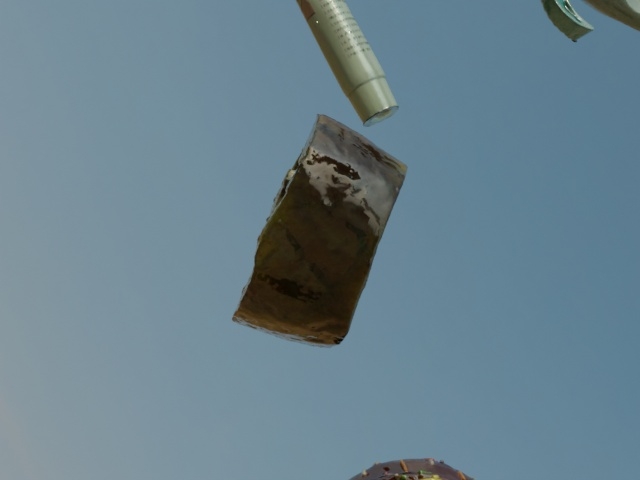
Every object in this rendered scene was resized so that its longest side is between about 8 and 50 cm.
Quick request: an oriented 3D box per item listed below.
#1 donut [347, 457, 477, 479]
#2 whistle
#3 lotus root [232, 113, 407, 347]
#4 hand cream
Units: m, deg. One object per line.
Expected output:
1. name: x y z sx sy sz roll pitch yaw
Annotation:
1. donut: 0.099 0.343 1.578 0.089 0.235 0.235 -91 167 -64
2. whistle: 0.299 -0.339 1.646 0.274 0.186 0.093 39 -35 1
3. lotus root: 0.000 0.000 1.403 0.119 0.235 0.138 22 7 -1
4. hand cream: 0.004 -0.298 1.732 0.058 0.085 0.331 -32 -101 41
